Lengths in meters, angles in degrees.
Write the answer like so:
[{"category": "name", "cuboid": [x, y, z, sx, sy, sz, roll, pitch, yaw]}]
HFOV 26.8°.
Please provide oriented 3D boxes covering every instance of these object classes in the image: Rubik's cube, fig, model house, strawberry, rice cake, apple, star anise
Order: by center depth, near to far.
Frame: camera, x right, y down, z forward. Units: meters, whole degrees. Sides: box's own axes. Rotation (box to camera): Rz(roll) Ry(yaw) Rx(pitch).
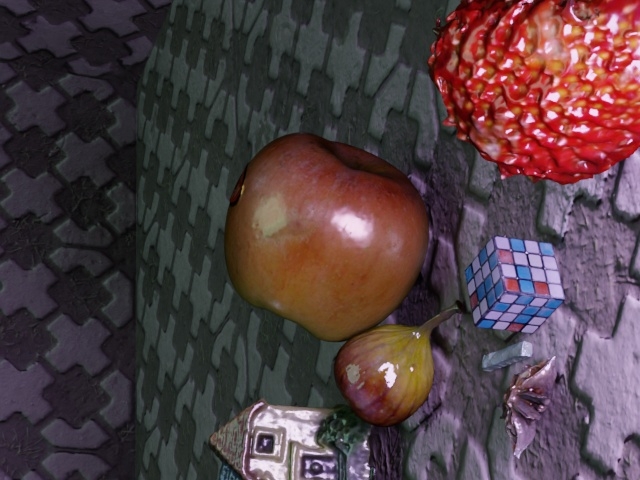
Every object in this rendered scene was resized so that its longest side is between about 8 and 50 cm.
[{"category": "strawberry", "cuboid": [0.287, -0.218, 1.536, 0.343, 0.292, 0.292, 141, 134, -66]}, {"category": "star anise", "cuboid": [0.265, 0.221, 1.744, 0.124, 0.056, 0.129, 136, 153, -63]}, {"category": "Rubik's cube", "cuboid": [0.257, 0.059, 1.781, 0.092, 0.092, 0.092, 123, 149, -49]}, {"category": "rice cake", "cuboid": [0.256, 0.160, 1.849, 0.121, 0.022, 0.022, 144, 140, -64]}, {"category": "fig", "cuboid": [0.135, 0.184, 2.068, 0.143, 0.231, 0.160, 58, -175, -34]}, {"category": "apple", "cuboid": [0.000, 0.000, 2.153, 0.305, 0.338, 0.338, -64, 24, 15]}, {"category": "model house", "cuboid": [-0.059, 0.411, 2.220, 0.261, 0.266, 0.321, 115, 160, -75]}]
